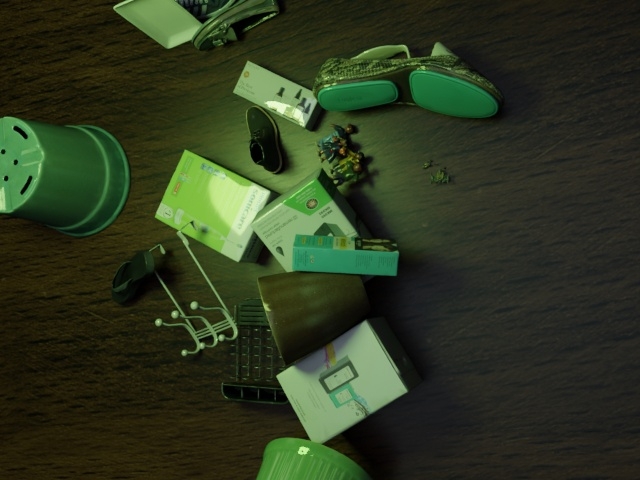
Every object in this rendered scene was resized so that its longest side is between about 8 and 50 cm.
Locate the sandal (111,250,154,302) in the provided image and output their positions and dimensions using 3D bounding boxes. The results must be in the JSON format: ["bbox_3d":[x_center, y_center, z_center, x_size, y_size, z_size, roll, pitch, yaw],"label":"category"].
[{"bbox_3d":[-0.541,0.097,1.983,0.254,0.054,0.097,-41,61,44],"label":"sandal"}]

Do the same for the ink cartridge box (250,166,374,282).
[{"bbox_3d":[0.000,0.000,1.771,0.211,0.121,0.289,-35,102,15],"label":"ink cartridge box"}]

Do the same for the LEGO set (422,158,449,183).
[{"bbox_3d":[0.297,-0.169,1.794,0.054,0.023,0.083,-29,65,12],"label":"LEGO set"}]

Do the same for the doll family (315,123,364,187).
[{"bbox_3d":[0.058,-0.228,1.846,0.111,0.076,0.193,-32,75,19],"label":"doll family"}]

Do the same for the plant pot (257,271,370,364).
[{"bbox_3d":[-0.006,0.155,1.666,0.230,0.215,0.216,-18,81,-2],"label":"plant pot"}]

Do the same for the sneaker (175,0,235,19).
[{"bbox_3d":[-0.372,-0.680,1.968,0.282,0.153,0.099,-15,83,17],"label":"sneaker"}]

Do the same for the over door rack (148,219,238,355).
[{"bbox_3d":[-0.365,0.141,1.878,0.239,0.108,0.324,-25,87,49],"label":"over door rack"}]

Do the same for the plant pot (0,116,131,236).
[{"bbox_3d":[-0.773,-0.188,1.982,0.340,0.334,0.342,-1,87,19],"label":"plant pot"}]

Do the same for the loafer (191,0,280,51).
[{"bbox_3d":[-0.234,-0.597,1.953,0.267,0.096,0.084,-33,84,12],"label":"loafer"}]

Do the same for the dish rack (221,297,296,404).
[{"bbox_3d":[-0.156,0.288,1.880,0.208,0.074,0.272,-1,87,23],"label":"dish rack"}]

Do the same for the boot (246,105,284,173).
[{"bbox_3d":[-0.165,-0.281,1.888,0.076,0.137,0.198,-28,78,15],"label":"boot"}]

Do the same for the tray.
[{"bbox_3d":[-0.427,-0.608,1.922,0.145,0.270,0.030,-16,77,17],"label":"tray"}]

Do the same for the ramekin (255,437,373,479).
[{"bbox_3d":[-0.025,0.623,1.699,0.303,0.304,0.148,13,48,18],"label":"ramekin"}]

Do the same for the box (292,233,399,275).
[{"bbox_3d":[0.058,0.033,1.659,0.244,0.100,0.060,3,108,1],"label":"box"}]

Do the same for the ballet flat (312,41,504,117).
[{"bbox_3d":[0.219,-0.415,1.769,0.482,0.164,0.182,5,61,17],"label":"ballet flat"}]

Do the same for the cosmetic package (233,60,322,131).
[{"bbox_3d":[-0.112,-0.392,1.916,0.239,0.060,0.099,28,95,17],"label":"cosmetic package"}]

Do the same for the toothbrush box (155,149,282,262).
[{"bbox_3d":[-0.272,-0.091,1.921,0.283,0.122,0.206,26,95,18],"label":"toothbrush box"}]

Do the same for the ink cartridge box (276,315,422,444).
[{"bbox_3d":[0.078,0.340,1.744,0.270,0.198,0.197,-34,77,13],"label":"ink cartridge box"}]
